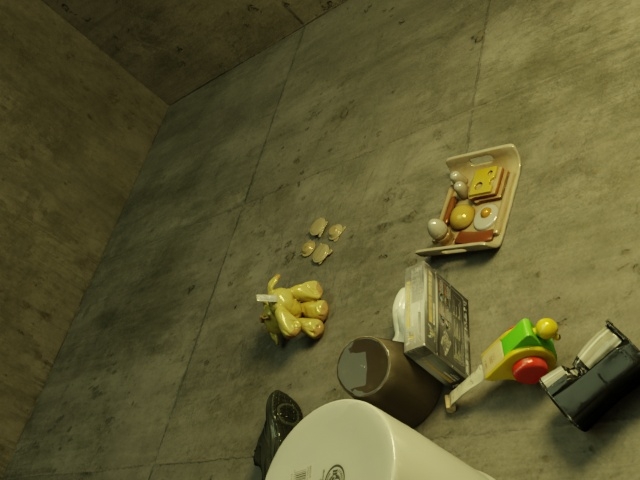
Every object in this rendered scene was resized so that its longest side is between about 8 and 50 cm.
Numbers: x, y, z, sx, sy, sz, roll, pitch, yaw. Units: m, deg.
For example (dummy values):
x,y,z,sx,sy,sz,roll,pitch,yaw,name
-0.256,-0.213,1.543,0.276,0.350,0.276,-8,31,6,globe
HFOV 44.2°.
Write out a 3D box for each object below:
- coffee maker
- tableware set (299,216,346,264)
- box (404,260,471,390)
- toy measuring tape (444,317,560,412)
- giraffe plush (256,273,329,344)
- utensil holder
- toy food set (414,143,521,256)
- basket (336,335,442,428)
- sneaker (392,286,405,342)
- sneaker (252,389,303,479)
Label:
x,y,z,sx,sy,sz,roll,pitch,yaw,name
0.510,0.260,1.418,0.178,0.120,0.171,-45,33,10,coffee maker
0.000,0.000,2.405,0.168,0.020,0.141,21,77,55,tableware set
0.260,0.188,1.742,0.056,0.183,0.231,-27,40,33,box
0.386,0.268,1.615,0.330,0.121,0.121,-55,24,38,toy measuring tape
-0.098,0.210,2.205,0.170,0.210,0.182,125,161,-57,giraffe plush
0.131,0.499,1.399,0.327,0.385,0.328,-31,37,27,utensil holder
0.367,-0.099,1.981,0.219,0.092,0.306,-10,51,47,toy food set
0.145,0.293,1.697,0.154,0.227,0.205,22,82,37,basket
0.222,0.210,1.879,0.094,0.080,0.212,-11,58,36,sneaker
-0.117,0.503,1.971,0.130,0.109,0.286,-40,31,28,sneaker
